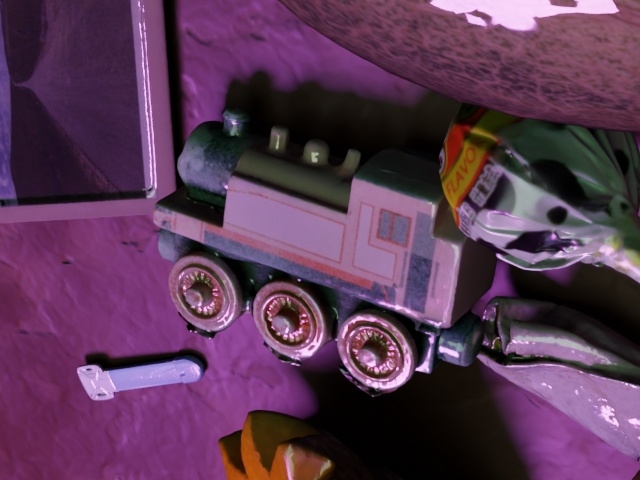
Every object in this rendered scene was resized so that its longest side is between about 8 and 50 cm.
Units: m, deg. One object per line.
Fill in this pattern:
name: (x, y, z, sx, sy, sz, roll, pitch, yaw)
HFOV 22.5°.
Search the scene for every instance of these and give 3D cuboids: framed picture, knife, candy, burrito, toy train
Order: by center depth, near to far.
candy: (0.178, 0.027, 0.712, 0.305, 0.091, 0.083, 39, 168, 22)
burrito: (0.135, 0.066, 0.833, 0.118, 0.044, 0.074, 34, 150, 7)
toy train: (0.000, 0.000, 0.847, 0.194, 0.081, 0.125, 19, 119, 22)
framed picture: (-0.208, -0.088, 0.860, 0.260, 0.023, 0.189, -3, 124, -5)
knife: (-0.111, 0.084, 1.006, 0.096, 0.010, 0.027, -10, 115, 31)

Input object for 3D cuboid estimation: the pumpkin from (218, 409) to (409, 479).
pumpkin: (0.027, 0.181, 0.955, 0.130, 0.149, 0.254, -121, 27, -43)

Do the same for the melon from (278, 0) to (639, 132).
melon: (0.097, -0.159, 0.565, 0.329, 0.248, 0.248, 27, 131, 24)

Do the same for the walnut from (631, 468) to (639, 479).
walnut: (0.230, 0.180, 0.742, 0.228, 0.228, 0.228, 14, 127, 20)
